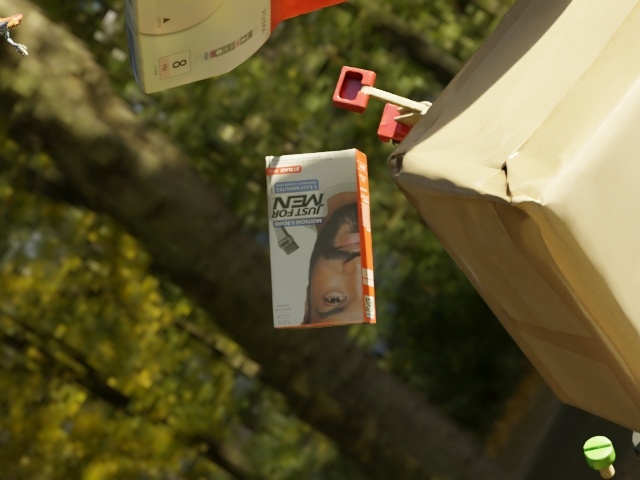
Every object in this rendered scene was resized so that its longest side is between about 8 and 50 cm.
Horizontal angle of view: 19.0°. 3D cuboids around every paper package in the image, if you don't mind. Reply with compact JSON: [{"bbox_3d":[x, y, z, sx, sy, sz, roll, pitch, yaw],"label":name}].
[{"bbox_3d":[0.256,-0.049,1.434,0.168,0.325,0.309,19,65,49],"label":"paper package"}]

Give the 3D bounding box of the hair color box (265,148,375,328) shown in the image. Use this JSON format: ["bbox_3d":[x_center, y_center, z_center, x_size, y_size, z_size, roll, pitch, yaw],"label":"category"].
[{"bbox_3d":[0.000,0.000,1.852,0.053,0.093,0.167,16,-111,-75],"label":"hair color box"}]

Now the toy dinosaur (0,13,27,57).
[{"bbox_3d":[-0.364,-0.233,2.108,0.082,0.090,0.047,-42,-10,23],"label":"toy dinosaur"}]

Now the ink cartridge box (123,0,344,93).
[{"bbox_3d":[-0.066,-0.241,1.751,0.232,0.066,0.189,-14,-37,-11],"label":"ink cartridge box"}]

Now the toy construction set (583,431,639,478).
[{"bbox_3d":[0.468,0.220,2.167,0.257,0.309,0.237,-35,-45,-8],"label":"toy construction set"}]

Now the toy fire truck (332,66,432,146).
[{"bbox_3d":[0.116,-0.149,2.327,0.135,0.192,0.047,70,-144,-75],"label":"toy fire truck"}]
